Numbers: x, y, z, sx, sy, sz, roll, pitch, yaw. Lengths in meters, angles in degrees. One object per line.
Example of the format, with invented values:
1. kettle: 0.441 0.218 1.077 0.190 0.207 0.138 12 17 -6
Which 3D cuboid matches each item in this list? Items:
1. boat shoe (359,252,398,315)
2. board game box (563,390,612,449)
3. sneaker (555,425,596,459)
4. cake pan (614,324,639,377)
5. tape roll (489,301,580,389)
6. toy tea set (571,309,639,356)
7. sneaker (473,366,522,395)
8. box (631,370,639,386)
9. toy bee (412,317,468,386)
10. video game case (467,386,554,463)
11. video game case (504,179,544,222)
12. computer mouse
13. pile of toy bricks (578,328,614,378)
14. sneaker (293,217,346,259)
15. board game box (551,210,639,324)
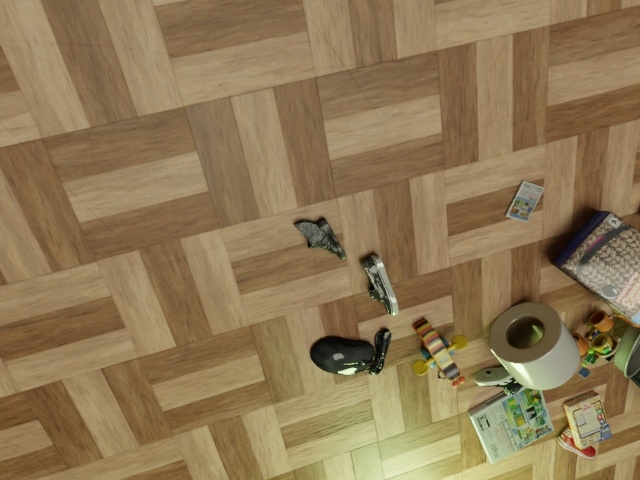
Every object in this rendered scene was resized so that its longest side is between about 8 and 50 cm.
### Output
1. boat shoe: 0.178 0.145 1.505 0.070 0.078 0.219 -24 110 -4
2. board game box: 1.098 0.738 2.007 0.146 0.045 0.193 -19 96 -6
3. sneaker: 1.123 0.849 2.082 0.221 0.087 0.128 23 108 -25
4. cake pan: 1.210 0.381 1.854 0.293 0.054 0.293 -18 122 -32
5. tape roll: 0.722 0.354 1.652 0.246 0.246 0.169 -40 118 5
6. toy tea set: 1.004 0.290 1.745 0.124 0.200 0.336 39 102 -7
7. sneaker: 0.671 0.532 1.813 0.216 0.079 0.121 -12 115 -11
8. box: 1.470 0.642 1.952 0.343 0.312 0.179 38 100 -26
9. toy bee: 0.425 0.400 1.640 0.298 0.162 0.195 33 100 -26
10. video game case: 0.766 0.721 1.953 0.300 0.036 0.329 -28 118 -1
11. video game case: 0.644 -0.122 1.540 0.087 0.011 0.122 13 110 -21
12. computer mouse: 0.103 0.378 1.590 0.272 0.072 0.188 4 114 -17
13. pile of toy bricks: 1.036 0.441 1.869 0.212 0.118 0.105 -52 149 1
14. sneaker: 0.001 0.001 1.402 0.089 0.051 0.170 -30 114 0
15. board game box: 0.953 0.081 1.570 0.291 0.141 0.232 38 102 8
